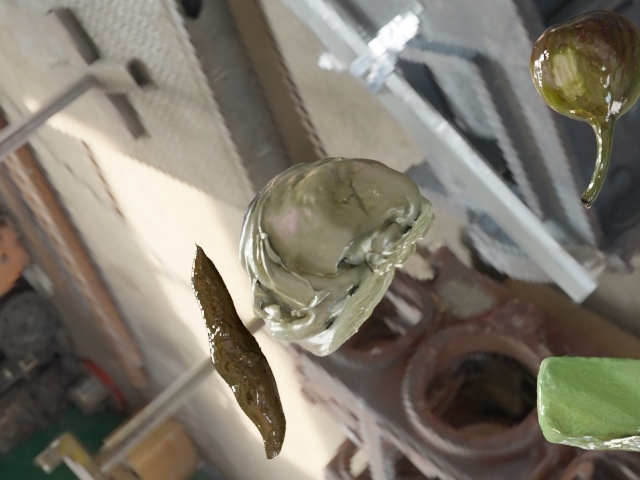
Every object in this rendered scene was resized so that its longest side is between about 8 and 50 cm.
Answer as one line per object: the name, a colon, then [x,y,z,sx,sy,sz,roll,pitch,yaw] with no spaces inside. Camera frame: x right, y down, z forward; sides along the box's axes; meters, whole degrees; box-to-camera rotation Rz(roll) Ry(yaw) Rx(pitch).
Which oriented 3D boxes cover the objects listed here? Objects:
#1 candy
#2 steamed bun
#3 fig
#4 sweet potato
candy: [0.474,0.234,1.755,0.343,0.132,0.142,3,174,17]
steamed bun: [0.000,0.000,1.681,0.207,0.268,0.280,38,-179,13]
fig: [0.345,-0.166,1.600,0.149,0.149,0.245,147,123,-66]
sweet potato: [-0.102,0.132,1.520,0.274,0.067,0.067,66,156,2]
